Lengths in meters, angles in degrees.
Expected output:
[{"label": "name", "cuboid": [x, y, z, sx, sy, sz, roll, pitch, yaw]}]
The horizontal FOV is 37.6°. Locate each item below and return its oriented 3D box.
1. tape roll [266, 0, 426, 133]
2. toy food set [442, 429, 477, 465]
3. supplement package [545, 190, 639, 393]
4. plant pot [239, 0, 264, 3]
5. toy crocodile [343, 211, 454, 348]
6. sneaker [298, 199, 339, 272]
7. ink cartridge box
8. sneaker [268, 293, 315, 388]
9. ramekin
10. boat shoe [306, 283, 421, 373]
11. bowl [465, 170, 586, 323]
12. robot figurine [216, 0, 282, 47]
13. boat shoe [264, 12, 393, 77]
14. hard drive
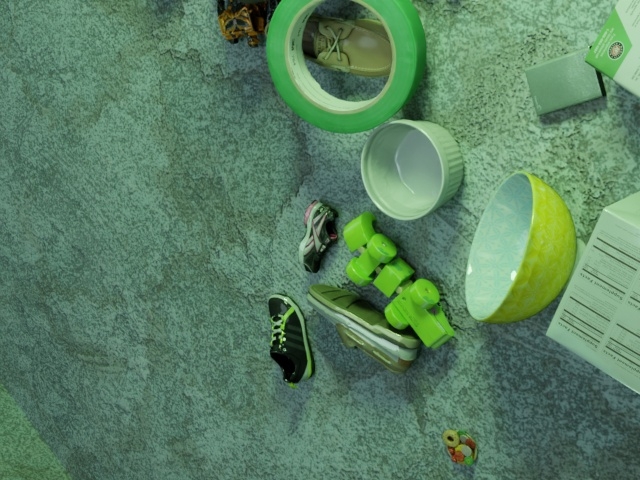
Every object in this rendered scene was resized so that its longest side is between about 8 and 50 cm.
[{"label": "tape roll", "cuboid": [0.050, -0.380, 1.897, 0.321, 0.077, 0.321, 9, 116, 20]}, {"label": "toy food set", "cuboid": [0.309, 0.456, 2.069, 0.083, 0.020, 0.083, -4, 99, 41]}, {"label": "supplement package", "cuboid": [0.559, 0.082, 1.621, 0.198, 0.199, 0.262, 33, 122, 29]}, {"label": "plant pot", "cuboid": [-0.048, -0.657, 1.892, 0.280, 0.323, 0.323, -2, 101, 25]}, {"label": "toy crocodile", "cuboid": [0.167, 0.086, 2.042, 0.340, 0.105, 0.115, 49, 128, 13]}, {"label": "sneaker", "cuboid": [0.000, 0.000, 2.175, 0.077, 0.072, 0.178, 19, 120, 25]}, {"label": "ink cartridge box", "cuboid": [0.607, -0.307, 1.522, 0.278, 0.117, 0.201, 42, 126, 25]}, {"label": "sneaker", "cuboid": [-0.083, 0.244, 2.296, 0.084, 0.097, 0.234, -23, 87, 42]}, {"label": "ramekin", "cuboid": [0.196, -0.150, 1.932, 0.207, 0.109, 0.207, 14, 111, 39]}, {"label": "boat shoe", "cuboid": [0.084, 0.199, 2.128, 0.302, 0.113, 0.103, 29, 114, 31]}, {"label": "bowl", "cuboid": [0.399, 0.030, 1.754, 0.156, 0.289, 0.289, 16, 121, -9]}, {"label": "robot figurine", "cuboid": [-0.183, -0.586, 2.150, 0.211, 0.085, 0.291, 1, 103, 42]}, {"label": "boat shoe", "cuboid": [0.030, -0.413, 1.997, 0.341, 0.110, 0.121, 18, 114, 36]}, {"label": "hard drive", "cuboid": [0.448, -0.292, 1.729, 0.135, 0.022, 0.094, -14, 93, 43]}]
